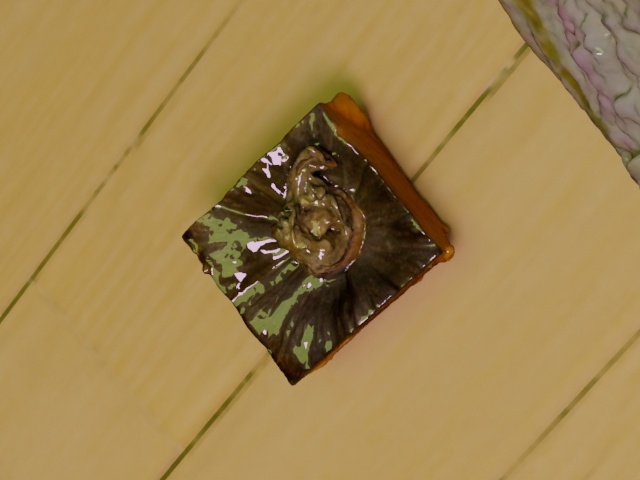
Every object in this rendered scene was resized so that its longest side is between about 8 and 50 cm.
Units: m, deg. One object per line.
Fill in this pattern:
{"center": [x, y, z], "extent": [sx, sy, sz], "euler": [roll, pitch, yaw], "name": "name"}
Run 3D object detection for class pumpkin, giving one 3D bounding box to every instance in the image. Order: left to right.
{"center": [0.000, 0.000, 0.688], "extent": [0.083, 0.054, 0.074], "euler": [-43, 78, 18], "name": "pumpkin"}

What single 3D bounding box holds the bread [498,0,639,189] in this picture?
{"center": [0.133, -0.133, 0.554], "extent": [0.158, 0.156, 0.261], "euler": [48, 125, 43], "name": "bread"}
